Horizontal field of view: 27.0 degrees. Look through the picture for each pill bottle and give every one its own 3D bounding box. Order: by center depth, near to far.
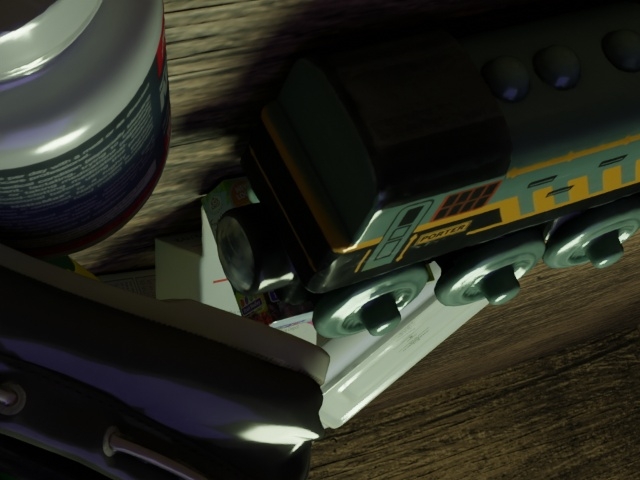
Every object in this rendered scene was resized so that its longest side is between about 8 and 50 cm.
[{"bbox_3d":[-0.104,-0.065,0.434,0.108,0.108,0.180,-19,168,-10],"label":"pill bottle"}]

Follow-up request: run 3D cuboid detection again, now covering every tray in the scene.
[{"bbox_3d":[0.075,0.076,1.148,0.270,0.030,0.145,-40,154,2],"label":"tray"}]

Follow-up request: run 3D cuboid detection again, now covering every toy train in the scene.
[{"bbox_3d":[0.101,-0.051,0.798,0.334,0.142,0.190,-15,157,-27],"label":"toy train"}]

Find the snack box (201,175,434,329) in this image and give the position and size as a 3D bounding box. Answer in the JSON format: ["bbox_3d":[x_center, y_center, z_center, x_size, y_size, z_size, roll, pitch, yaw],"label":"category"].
[{"bbox_3d":[0.000,0.000,0.901,0.141,0.100,0.037,-13,166,-37],"label":"snack box"}]

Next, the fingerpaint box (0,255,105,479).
[{"bbox_3d":[-0.289,0.229,0.611,0.445,0.163,0.371,-53,179,23],"label":"fingerpaint box"}]

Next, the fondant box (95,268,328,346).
[{"bbox_3d":[-0.123,0.102,1.152,0.238,0.096,0.330,-32,165,38],"label":"fondant box"}]

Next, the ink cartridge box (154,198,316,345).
[{"bbox_3d":[-0.060,0.046,0.959,0.104,0.181,0.061,-11,-160,-38],"label":"ink cartridge box"}]

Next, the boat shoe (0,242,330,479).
[{"bbox_3d":[-0.142,0.046,0.467,0.335,0.095,0.112,19,163,-29],"label":"boat shoe"}]
